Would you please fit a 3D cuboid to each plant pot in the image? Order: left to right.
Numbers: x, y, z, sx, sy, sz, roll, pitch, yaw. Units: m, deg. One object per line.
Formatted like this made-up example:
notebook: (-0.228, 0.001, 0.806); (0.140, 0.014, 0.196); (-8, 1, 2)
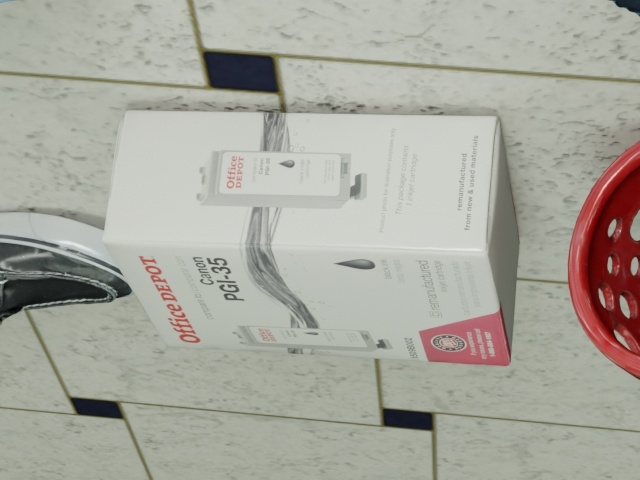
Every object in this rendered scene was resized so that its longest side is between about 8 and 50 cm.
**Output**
plant pot: (0.296, 0.030, 1.333); (0.191, 0.191, 0.174); (-12, 154, 35)

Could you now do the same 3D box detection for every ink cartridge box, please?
ink cartridge box: (0.000, 0.000, 1.431); (0.283, 0.117, 0.207); (2, 154, 12)

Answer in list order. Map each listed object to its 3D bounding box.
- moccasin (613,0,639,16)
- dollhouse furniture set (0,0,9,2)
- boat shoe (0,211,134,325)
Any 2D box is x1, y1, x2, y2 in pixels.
moccasin: (0.280, -0.123, 1.080); (0.342, 0.137, 0.117); (17, 157, -16)
dollhouse furniture set: (-0.336, -0.223, 1.131); (0.303, 0.198, 0.286); (-13, -169, -32)
boat shoe: (-0.298, 0.035, 1.605); (0.301, 0.102, 0.108); (6, 154, 3)
